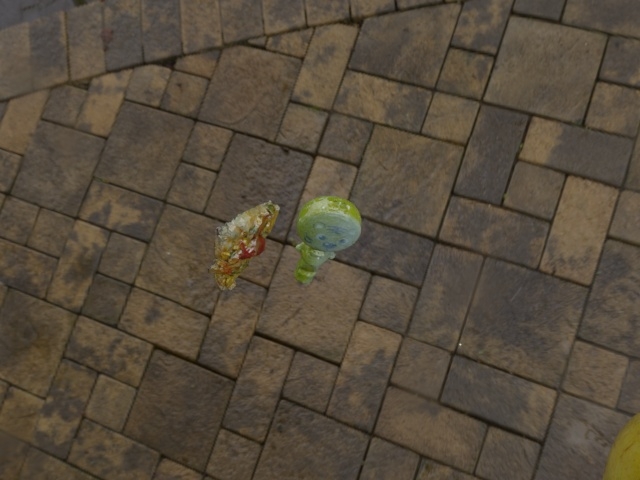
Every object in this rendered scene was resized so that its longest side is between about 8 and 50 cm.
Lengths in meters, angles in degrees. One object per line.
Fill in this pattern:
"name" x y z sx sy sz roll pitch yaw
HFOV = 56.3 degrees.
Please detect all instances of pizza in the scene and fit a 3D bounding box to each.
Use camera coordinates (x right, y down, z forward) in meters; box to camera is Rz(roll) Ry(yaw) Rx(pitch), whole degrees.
"pizza" -0.061 0.005 0.463 0.025 0.078 0.083 35 92 12

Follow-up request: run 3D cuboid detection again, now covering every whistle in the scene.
"whistle" 0.000 0.000 0.992 0.104 0.198 0.057 13 50 -12

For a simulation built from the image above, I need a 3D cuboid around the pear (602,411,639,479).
"pear" 0.497 0.329 0.743 0.280 0.281 0.281 -2 80 13
